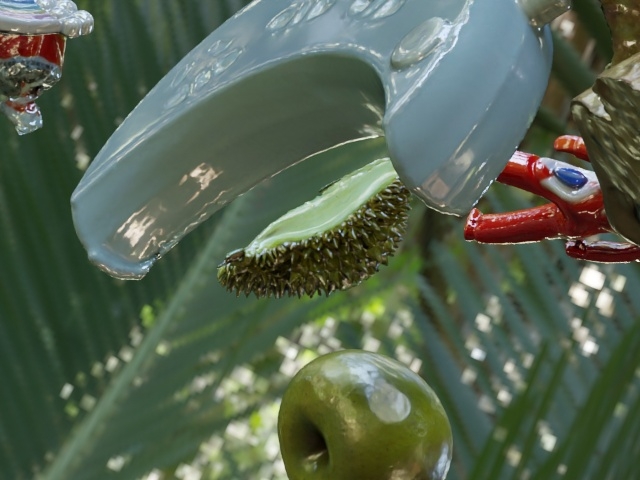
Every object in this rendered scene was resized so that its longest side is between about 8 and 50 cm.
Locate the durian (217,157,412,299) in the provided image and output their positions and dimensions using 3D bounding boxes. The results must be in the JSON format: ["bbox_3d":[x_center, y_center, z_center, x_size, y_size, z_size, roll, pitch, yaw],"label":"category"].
[{"bbox_3d":[0.004,0.009,1.737,0.095,0.220,0.137,63,-12,16],"label":"durian"}]

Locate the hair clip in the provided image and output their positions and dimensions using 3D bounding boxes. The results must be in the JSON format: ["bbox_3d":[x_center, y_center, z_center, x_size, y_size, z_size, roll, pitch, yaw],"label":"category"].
[{"bbox_3d":[-0.360,-0.260,1.928,0.220,0.140,0.054,33,-60,29],"label":"hair clip"}]

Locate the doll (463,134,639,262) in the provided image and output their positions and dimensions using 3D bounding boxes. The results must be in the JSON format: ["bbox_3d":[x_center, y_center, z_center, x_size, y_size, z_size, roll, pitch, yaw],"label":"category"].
[{"bbox_3d":[0.342,-0.041,2.123,0.384,0.099,0.188,10,-40,22],"label":"doll"}]

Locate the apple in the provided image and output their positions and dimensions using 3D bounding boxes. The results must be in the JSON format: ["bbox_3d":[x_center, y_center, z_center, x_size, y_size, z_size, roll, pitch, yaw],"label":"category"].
[{"bbox_3d":[0.049,0.211,1.918,0.156,0.196,0.196,-11,-11,-29],"label":"apple"}]

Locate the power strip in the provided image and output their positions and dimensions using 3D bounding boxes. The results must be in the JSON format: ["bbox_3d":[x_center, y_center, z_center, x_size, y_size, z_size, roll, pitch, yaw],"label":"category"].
[{"bbox_3d":[0.011,-0.064,0.737,0.253,0.168,0.054,-14,-52,47],"label":"power strip"}]

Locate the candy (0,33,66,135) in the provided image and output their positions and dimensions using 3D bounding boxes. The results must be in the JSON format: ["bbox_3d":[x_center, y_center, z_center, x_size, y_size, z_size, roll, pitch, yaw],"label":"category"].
[{"bbox_3d":[-0.331,-0.251,2.074,0.086,0.292,0.059,-3,-21,21],"label":"candy"}]

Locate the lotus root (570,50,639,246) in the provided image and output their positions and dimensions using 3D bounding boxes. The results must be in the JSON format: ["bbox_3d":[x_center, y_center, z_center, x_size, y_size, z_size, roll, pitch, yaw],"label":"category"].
[{"bbox_3d":[0.243,-0.056,0.907,0.199,0.180,0.188,53,-4,-36],"label":"lotus root"}]

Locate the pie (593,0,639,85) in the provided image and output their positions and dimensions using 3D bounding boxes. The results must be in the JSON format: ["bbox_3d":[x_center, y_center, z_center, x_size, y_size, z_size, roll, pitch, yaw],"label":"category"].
[{"bbox_3d":[0.273,-0.195,1.204,0.302,0.067,0.303,6,-76,26],"label":"pie"}]
